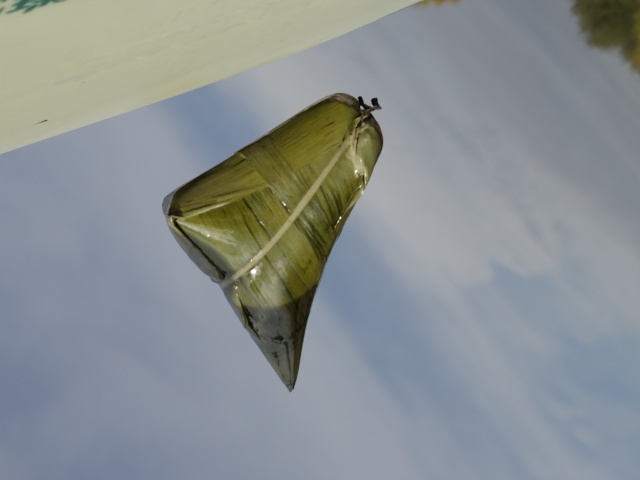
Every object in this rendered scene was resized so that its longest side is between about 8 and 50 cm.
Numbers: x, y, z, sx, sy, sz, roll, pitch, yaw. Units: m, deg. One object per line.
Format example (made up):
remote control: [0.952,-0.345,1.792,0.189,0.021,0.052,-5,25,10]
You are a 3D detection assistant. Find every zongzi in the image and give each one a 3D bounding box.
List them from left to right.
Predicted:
zongzi: [0.002,-0.002,1.225,0.204,0.205,0.094,57,180,-16]

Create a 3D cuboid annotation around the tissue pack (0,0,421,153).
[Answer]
tissue pack: [-0.048,-0.186,0.559,0.207,0.380,0.297,65,156,4]
